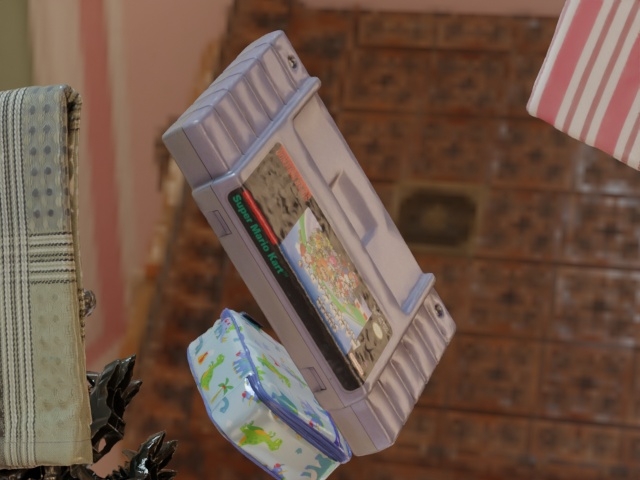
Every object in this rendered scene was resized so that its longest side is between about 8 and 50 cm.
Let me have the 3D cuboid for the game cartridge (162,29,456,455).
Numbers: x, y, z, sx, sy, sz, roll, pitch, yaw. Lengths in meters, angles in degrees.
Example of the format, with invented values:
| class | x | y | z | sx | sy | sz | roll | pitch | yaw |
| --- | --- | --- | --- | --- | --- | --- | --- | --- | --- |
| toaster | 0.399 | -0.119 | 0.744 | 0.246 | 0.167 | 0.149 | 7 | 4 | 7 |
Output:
| class | x | y | z | sx | sy | sz | roll | pitch | yaw |
| --- | --- | --- | --- | --- | --- | --- | --- | --- | --- |
| game cartridge | 0.000 | 0.000 | 1.836 | 0.355 | 0.068 | 0.230 | 59 | -153 | -15 |

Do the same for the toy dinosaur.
| class | x | y | z | sx | sy | sz | roll | pitch | yaw |
| --- | --- | --- | --- | --- | --- | --- | --- | --- | --- |
| toy dinosaur | -0.259 | 0.182 | 1.775 | 0.164 | 0.218 | 0.322 | 46 | -128 | -63 |

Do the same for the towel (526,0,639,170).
| class | x | y | z | sx | sy | sz | roll | pitch | yaw |
| --- | --- | --- | --- | --- | --- | --- | --- | --- | --- |
| towel | 0.267 | -0.122 | 1.510 | 0.029 | 0.197 | 0.144 | -24 | -41 | -63 |

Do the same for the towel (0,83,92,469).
| class | x | y | z | sx | sy | sz | roll | pitch | yaw |
| --- | --- | --- | --- | --- | --- | --- | --- | --- | --- |
| towel | -0.301 | 0.040 | 1.679 | 0.056 | 0.312 | 0.324 | 2 | -96 | -50 |

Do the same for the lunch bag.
| class | x | y | z | sx | sy | sz | roll | pitch | yaw |
| --- | --- | --- | --- | --- | --- | --- | --- | --- | --- |
| lunch bag | -0.059 | 0.187 | 2.285 | 0.176 | 0.090 | 0.219 | 42 | -170 | -28 |
